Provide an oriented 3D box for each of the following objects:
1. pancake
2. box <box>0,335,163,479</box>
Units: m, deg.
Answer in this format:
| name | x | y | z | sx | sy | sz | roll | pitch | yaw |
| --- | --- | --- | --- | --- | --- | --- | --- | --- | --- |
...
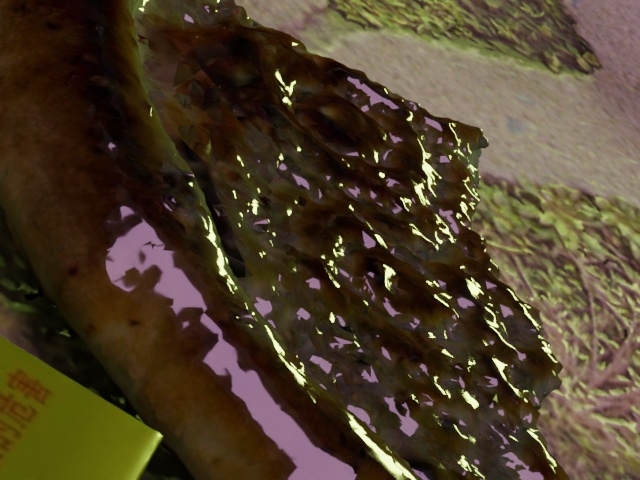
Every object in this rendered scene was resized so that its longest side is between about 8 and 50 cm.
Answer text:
| name | x | y | z | sx | sy | sz | roll | pitch | yaw |
| --- | --- | --- | --- | --- | --- | --- | --- | --- | --- |
| pancake | -0.005 | -0.002 | 0.780 | 0.305 | 0.067 | 0.426 | 19 | 34 | -28 |
| box | -0.221 | 0.027 | 0.526 | 0.335 | 0.047 | 0.187 | 32 | 28 | -2 |
